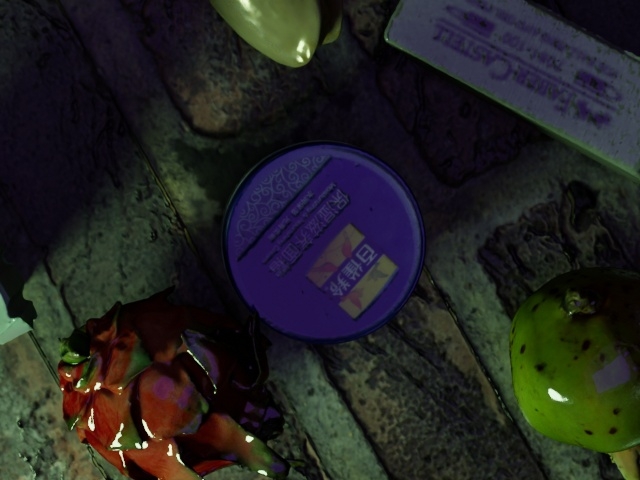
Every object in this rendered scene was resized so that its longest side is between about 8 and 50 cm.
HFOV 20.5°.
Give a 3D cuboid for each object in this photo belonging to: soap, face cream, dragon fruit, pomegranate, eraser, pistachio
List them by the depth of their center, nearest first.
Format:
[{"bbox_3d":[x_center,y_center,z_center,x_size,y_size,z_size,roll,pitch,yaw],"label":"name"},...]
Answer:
[{"bbox_3d":[-0.350,0.040,1.720,0.091,0.230,0.145,-30,95,-3],"label":"soap"},{"bbox_3d":[-0.138,0.156,1.768,0.274,0.193,0.192,25,73,-4],"label":"dragon fruit"},{"bbox_3d":[-0.062,-0.277,1.780,0.144,0.144,0.215,-31,102,-3],"label":"pistachio"},{"bbox_3d":[0.299,0.146,1.803,0.198,0.198,0.246,-23,95,-3],"label":"pomegranate"},{"bbox_3d":[0.000,0.000,1.809,0.205,0.111,0.206,0,94,-6],"label":"face cream"},{"bbox_3d":[0.237,-0.175,1.836,0.352,0.077,0.111,27,90,-6],"label":"eraser"}]
